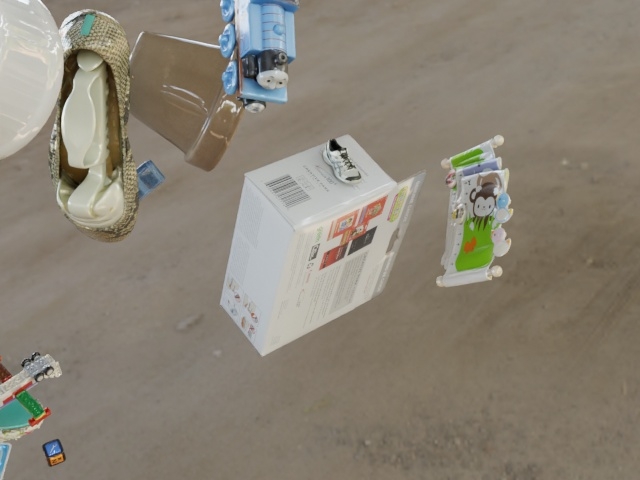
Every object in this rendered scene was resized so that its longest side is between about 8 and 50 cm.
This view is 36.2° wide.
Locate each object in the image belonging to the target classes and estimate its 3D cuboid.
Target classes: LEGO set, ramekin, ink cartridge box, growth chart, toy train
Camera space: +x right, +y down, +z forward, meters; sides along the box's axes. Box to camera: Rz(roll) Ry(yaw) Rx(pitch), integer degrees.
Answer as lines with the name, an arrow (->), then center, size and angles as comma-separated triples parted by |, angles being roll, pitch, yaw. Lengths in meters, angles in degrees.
LEGO set -> -0.412, 0.209, 1.153 | 0.244, 0.060, 0.183 | 5, 48, -2
ramekin -> -0.521, -0.256, 1.394 | 0.277, 0.277, 0.135 | -2, -6, 17
ink cartridge box -> 0.000, 0.000, 1.562 | 0.271, 0.309, 0.130 | -24, 58, -33
growth chart -> 0.227, -0.041, 1.453 | 0.021, 0.237, 0.172 | 17, -24, -24
toy train -> -0.073, -0.250, 1.186 | 0.080, 0.184, 0.105 | 6, -17, -28

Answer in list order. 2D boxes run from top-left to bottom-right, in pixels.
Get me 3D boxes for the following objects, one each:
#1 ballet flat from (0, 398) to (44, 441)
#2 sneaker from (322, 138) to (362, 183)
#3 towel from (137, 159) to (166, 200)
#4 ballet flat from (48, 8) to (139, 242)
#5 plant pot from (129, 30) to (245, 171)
ballet flat -> -0.513, 0.251, 1.388 | 0.240, 0.077, 0.091 | 6, 46, -9
sneaker -> 0.031, -0.116, 1.435 | 0.032, 0.037, 0.083 | -22, 53, -32
towel -> -0.406, -0.121, 2.172 | 0.119, 0.067, 0.029 | -40, 43, -6
ballet flat -> -0.411, -0.159, 1.736 | 0.164, 0.483, 0.182 | 4, 34, -3
plant pot -> -0.272, -0.295, 1.916 | 0.229, 0.263, 0.263 | 22, 20, -15
